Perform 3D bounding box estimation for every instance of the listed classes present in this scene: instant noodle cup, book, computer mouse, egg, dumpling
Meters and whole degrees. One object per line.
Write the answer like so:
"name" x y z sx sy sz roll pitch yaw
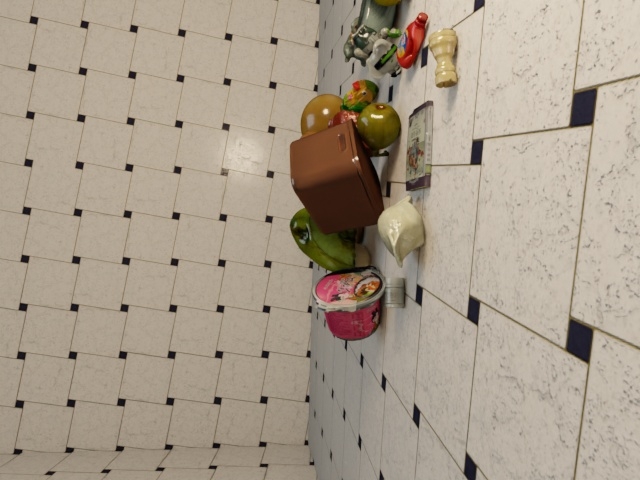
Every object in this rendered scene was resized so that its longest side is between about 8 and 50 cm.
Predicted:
"instant noodle cup" 0.109 0.235 1.728 0.258 0.303 0.181 22 130 47
"book" 0.271 -0.256 1.364 0.157 0.026 0.231 -173 85 -82
"computer mouse" 0.197 -0.797 1.666 0.188 0.122 0.370 -153 72 -82
"egg" 0.032 -0.529 2.304 0.250 0.250 0.322 -97 2 -45
"dumpling" 0.223 -0.012 1.342 0.215 0.126 0.166 -104 1 -51

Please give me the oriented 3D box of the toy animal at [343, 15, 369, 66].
"toy animal" 0.166 -0.820 1.924 0.127 0.125 0.251 56 150 22

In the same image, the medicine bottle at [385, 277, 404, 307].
"medicine bottle" 0.225 0.158 1.483 0.058 0.058 0.091 147 124 -80

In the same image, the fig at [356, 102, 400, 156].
"fig" 0.181 -0.356 1.600 0.148 0.142 0.186 -56 -8 -52

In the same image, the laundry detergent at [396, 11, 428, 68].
"laundry detergent" 0.265 -0.573 1.396 0.165 0.049 0.097 116 148 -68

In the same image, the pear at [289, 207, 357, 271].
"pear" 0.000 0.000 1.857 0.164 0.256 0.238 -30 53 51

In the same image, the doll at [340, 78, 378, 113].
"doll" 0.157 -0.544 1.915 0.186 0.135 0.106 115 158 -53

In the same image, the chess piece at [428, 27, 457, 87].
"chess piece" 0.292 -0.424 1.148 0.066 0.066 0.122 145 120 -80

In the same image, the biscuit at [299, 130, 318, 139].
"biscuit" 0.022 -0.312 2.260 0.078 0.350 0.455 -43 -17 -25

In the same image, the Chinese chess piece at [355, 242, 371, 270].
"Chinese chess piece" 0.131 0.134 1.993 0.250 0.103 0.249 -178 90 -80

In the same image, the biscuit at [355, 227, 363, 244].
"biscuit" 0.152 -0.091 2.118 0.262 0.037 0.261 -179 90 -81

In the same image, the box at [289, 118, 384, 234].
"box" 0.060 -0.200 1.650 0.339 0.230 0.239 56 -155 -51

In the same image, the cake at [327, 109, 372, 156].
"cake" 0.130 -0.398 1.867 0.283 0.177 0.150 179 93 -76

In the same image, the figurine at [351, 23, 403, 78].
"figurine" 0.187 -0.599 1.556 0.147 0.192 0.126 -52 18 -9

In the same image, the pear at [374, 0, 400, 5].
"pear" 0.212 -0.800 1.490 0.162 0.149 0.148 152 120 -67
